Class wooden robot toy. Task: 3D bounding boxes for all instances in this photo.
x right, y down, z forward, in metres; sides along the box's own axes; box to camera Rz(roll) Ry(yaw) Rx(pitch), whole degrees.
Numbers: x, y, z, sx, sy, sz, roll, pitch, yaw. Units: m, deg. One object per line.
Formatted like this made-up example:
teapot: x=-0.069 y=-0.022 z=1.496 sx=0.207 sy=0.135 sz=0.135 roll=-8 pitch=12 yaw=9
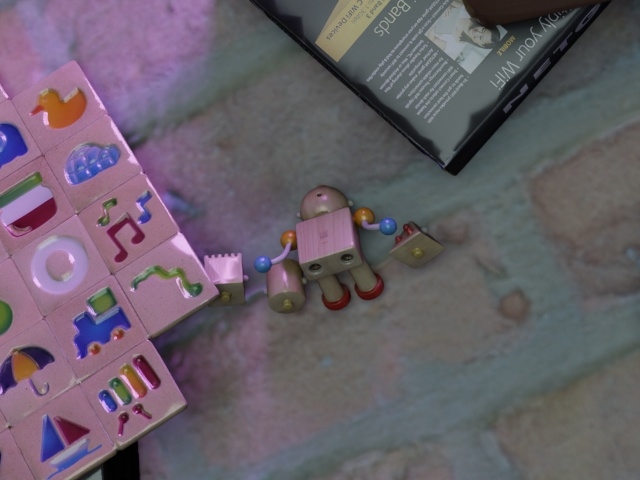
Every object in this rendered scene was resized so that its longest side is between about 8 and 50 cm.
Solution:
wooden robot toy: x=0.000 y=0.000 z=1.130 sx=0.173 sy=0.076 sz=0.079 roll=-16 pitch=50 yaw=10

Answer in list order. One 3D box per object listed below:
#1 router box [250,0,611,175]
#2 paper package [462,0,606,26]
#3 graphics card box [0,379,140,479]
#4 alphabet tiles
router box: x=0.102 y=-0.239 z=1.098 sx=0.243 sy=0.081 sz=0.309 roll=43 pitch=96 yaw=10
paper package: x=0.205 y=-0.317 z=0.949 sx=0.325 sy=0.168 sz=0.309 roll=-13 pitch=83 yaw=13
graphics card box: x=-0.316 y=0.222 z=1.157 sx=0.371 sy=0.094 sz=0.233 roll=-3 pitch=87 yaw=10
alphabet tiles: x=-0.246 y=0.028 z=1.130 sx=0.285 sy=0.011 sz=0.342 roll=-33 pitch=66 yaw=-1
